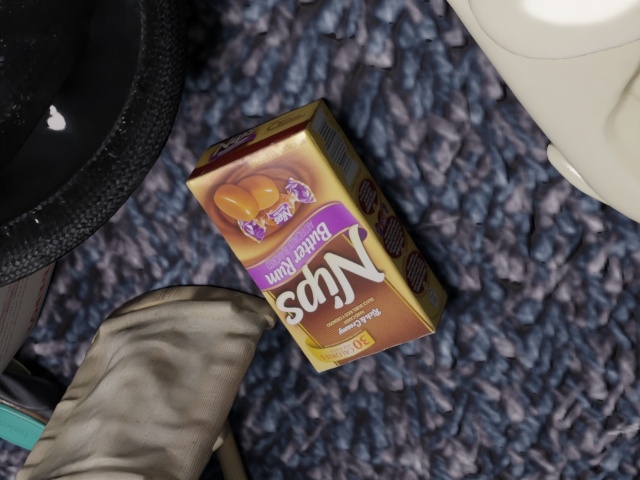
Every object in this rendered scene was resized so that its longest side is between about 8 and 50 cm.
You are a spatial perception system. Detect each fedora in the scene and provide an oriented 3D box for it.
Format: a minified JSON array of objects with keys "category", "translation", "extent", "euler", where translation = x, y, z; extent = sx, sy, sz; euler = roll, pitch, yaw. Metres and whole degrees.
[{"category":"fedora","translation":[-0.261,-0.123,1.157],"extent":[0.334,0.152,0.334],"euler":[-3,100,-20]}]

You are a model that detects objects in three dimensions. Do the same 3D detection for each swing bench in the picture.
[{"category":"swing bench","translation":[-0.146,0.198,1.325],"extent":[0.165,0.253,0.255],"euler":[12,126,10]}]

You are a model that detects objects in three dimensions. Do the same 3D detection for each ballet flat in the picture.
[{"category":"ballet flat","translation":[-0.302,0.109,1.422],"extent":[0.203,0.074,0.074],"euler":[24,129,-17]}]

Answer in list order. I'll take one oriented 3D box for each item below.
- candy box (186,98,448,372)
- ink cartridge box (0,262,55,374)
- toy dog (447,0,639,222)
[{"category":"candy box","translation":[0.000,0.000,1.266],"extent":[0.109,0.053,0.187],"euler":[-22,115,29]},{"category":"ink cartridge box","translation":[-0.329,0.035,1.266],"extent":[0.197,0.270,0.198],"euler":[25,128,3]},{"category":"toy dog","translation":[0.156,-0.191,0.979],"extent":[0.408,0.285,0.395],"euler":[33,164,-7]}]
